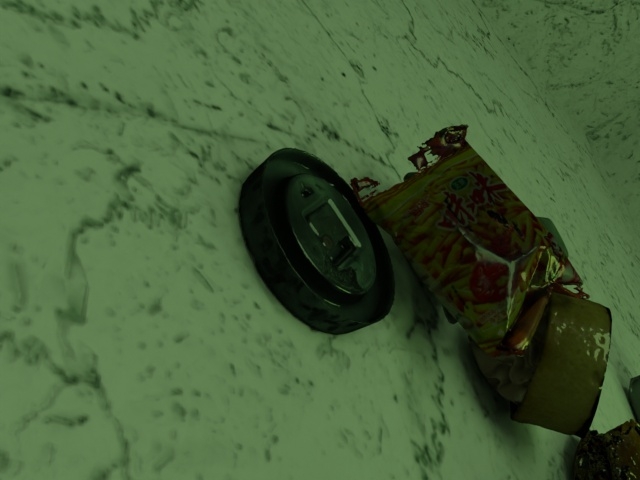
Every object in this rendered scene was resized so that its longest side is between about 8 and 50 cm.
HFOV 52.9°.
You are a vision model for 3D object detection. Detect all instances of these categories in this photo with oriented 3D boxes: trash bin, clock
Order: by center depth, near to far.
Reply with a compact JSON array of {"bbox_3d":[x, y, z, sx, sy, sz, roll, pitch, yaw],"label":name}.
[{"bbox_3d":[0.000,0.000,0.704,0.215,0.042,0.215,37,36,-33],"label":"clock"},{"bbox_3d":[0.497,0.004,1.432,0.130,0.059,0.116,-2,66,-58],"label":"trash bin"}]

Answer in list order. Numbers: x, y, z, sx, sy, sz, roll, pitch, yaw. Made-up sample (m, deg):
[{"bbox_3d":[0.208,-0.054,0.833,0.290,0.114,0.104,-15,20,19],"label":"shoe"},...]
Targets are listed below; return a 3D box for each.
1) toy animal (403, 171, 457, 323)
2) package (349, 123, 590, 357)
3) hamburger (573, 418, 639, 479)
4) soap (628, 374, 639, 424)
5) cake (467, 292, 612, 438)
[{"bbox_3d":[0.185,0.015,0.922,0.125,0.127,0.251,41,46,-49],"label":"toy animal"},{"bbox_3d":[0.187,0.003,0.801,0.223,0.108,0.288,-28,72,-38],"label":"package"},{"bbox_3d":[0.478,0.395,0.992,0.231,0.106,0.231,34,41,-37],"label":"hamburger"},{"bbox_3d":[0.832,0.397,1.366,0.159,0.257,0.302,34,38,-37],"label":"soap"},{"bbox_3d":[0.294,0.162,0.895,0.208,0.178,0.185,74,32,-50],"label":"cake"}]
